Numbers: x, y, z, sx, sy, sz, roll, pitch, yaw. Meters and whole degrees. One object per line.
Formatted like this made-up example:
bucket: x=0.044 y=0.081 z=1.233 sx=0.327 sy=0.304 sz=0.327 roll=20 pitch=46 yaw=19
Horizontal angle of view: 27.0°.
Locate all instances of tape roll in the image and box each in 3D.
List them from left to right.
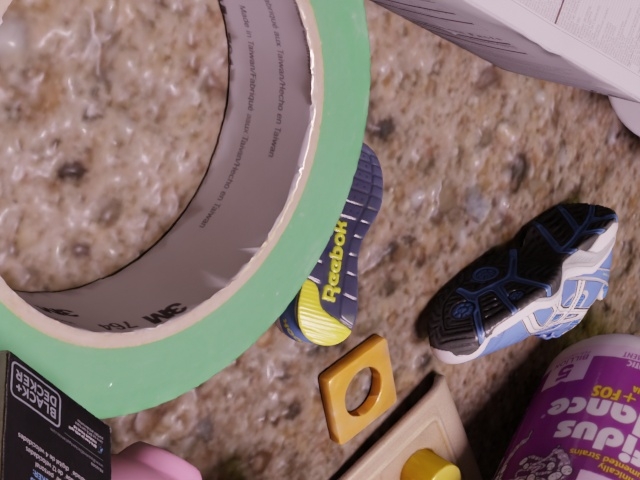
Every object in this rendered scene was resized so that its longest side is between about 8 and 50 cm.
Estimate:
tape roll: x=-0.108 y=-0.068 z=0.707 sx=0.321 sy=0.077 sz=0.321 roll=-19 pitch=119 yaw=-40

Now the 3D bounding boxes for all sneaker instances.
sneaker: x=0.000 y=0.000 z=0.871 sx=0.053 sy=0.059 sz=0.144 roll=22 pitch=70 yaw=-21
sneaker: x=0.167 y=0.048 z=1.039 sx=0.211 sy=0.080 sz=0.081 roll=-30 pitch=122 yaw=-34

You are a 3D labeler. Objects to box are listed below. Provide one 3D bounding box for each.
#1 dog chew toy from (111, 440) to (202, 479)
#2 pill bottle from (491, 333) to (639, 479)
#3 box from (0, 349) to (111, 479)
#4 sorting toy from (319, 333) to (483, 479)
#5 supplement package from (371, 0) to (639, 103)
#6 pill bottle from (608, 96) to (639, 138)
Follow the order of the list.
dog chew toy: x=-0.157 y=0.264 z=0.711 sx=0.206 sy=0.206 sz=0.332 roll=46 pitch=63 yaw=-46
pill bottle: x=0.208 y=0.224 z=1.030 sx=0.301 sy=0.169 sz=0.169 roll=-54 pitch=140 yaw=-44
box: x=-0.180 y=0.209 z=0.566 sx=0.169 sy=0.290 sz=0.087 roll=-23 pitch=138 yaw=16
sorting toy: x=0.068 y=0.228 z=1.033 sx=0.196 sy=0.047 sz=0.348 roll=-44 pitch=133 yaw=-25
supplement package: x=0.122 y=-0.194 z=0.853 sx=0.244 sy=0.133 sz=0.139 roll=17 pitch=94 yaw=-49
pill bottle: x=0.372 y=-0.116 z=1.115 sx=0.318 sy=0.176 sz=0.176 roll=10 pitch=99 yaw=-48
